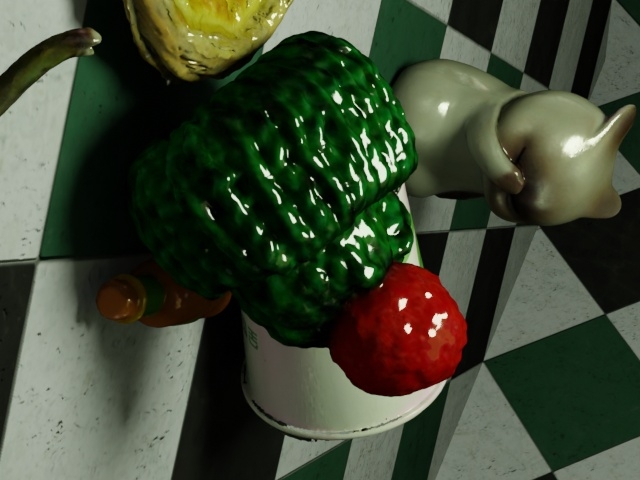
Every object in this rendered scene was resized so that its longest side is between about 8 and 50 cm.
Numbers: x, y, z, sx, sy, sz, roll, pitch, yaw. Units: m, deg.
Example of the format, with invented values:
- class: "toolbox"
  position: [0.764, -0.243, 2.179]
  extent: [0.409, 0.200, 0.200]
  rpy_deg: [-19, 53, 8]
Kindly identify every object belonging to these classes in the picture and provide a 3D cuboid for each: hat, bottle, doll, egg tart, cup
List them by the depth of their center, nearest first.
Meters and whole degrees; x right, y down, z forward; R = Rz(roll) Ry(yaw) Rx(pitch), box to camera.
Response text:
- class: "egg tart"
  position: [-0.096, -0.265, 0.986]
  extent: [0.279, 0.095, 0.279]
  rpy_deg: [-46, 145, -46]
- class: "hat"
  position: [0.000, 0.000, 1.062]
  extent: [0.274, 0.332, 0.242]
  rpy_deg: [-40, -174, -31]
- class: "bottle"
  position: [-0.149, 0.048, 1.099]
  extent: [0.187, 0.069, 0.069]
  rpy_deg: [-3, 107, -69]
- class: "cup"
  position: [0.010, 0.047, 1.318]
  extent: [0.253, 0.253, 0.274]
  rpy_deg: [-54, 143, -46]
- class: "doll"
  position: [0.249, -0.143, 1.712]
  extent: [0.226, 0.370, 0.215]
  rpy_deg: [-29, 131, -40]

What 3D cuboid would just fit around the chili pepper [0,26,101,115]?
- class: "chili pepper"
  position: [-0.258, 0.016, 0.667]
  extent: [0.134, 0.131, 0.338]
  rpy_deg: [16, 93, -46]
